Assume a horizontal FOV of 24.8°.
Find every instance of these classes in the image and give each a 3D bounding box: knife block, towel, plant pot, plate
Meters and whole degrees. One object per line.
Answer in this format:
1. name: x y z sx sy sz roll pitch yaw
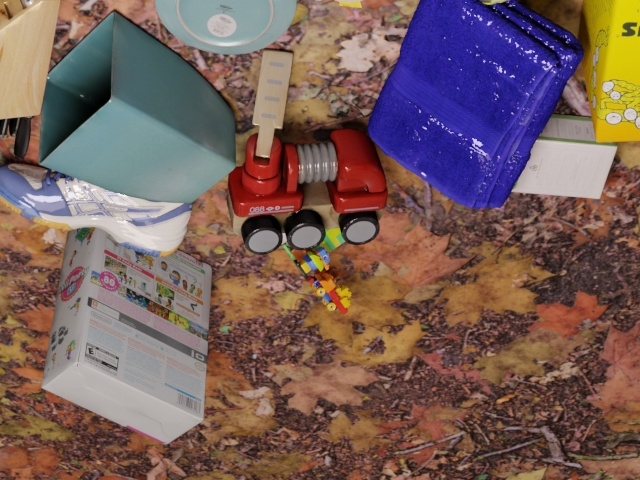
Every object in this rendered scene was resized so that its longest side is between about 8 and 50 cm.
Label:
1. knife block: -0.410 -0.225 1.953 0.276 0.088 0.242 -33 148 12
2. towel: 0.194 -0.192 1.941 0.228 0.076 0.308 32 136 8
3. plant pot: -0.237 -0.159 1.989 0.234 0.165 0.165 27 133 -35
4. plate: -0.125 -0.309 1.912 0.188 0.024 0.188 0 138 0

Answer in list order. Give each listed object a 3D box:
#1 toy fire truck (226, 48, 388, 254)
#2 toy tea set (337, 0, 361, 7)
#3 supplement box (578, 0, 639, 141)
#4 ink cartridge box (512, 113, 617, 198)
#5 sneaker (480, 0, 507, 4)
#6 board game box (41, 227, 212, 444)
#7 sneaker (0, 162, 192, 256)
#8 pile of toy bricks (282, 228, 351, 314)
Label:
1. toy fire truck: -0.020 -0.126 2.025 0.217 0.158 0.246 -5 137 -11
2. toy tea set: -0.054 -0.399 1.749 0.336 0.124 0.200 11 106 15
3. supplement box: 0.436 -0.311 1.775 0.194 0.195 0.356 -1 139 2
4. ink cartridge box: 0.309 -0.125 2.087 0.209 0.062 0.109 4 138 -4
5. sneaker: 0.207 -0.427 1.689 0.147 0.145 0.384 -15 142 6
6. board game box: -0.283 0.126 2.196 0.224 0.303 0.097 31 130 -29
7. sneaker: -0.329 -0.081 2.135 0.297 0.112 0.131 15 119 -18
8. pile of toy bricks: 0.000 0.000 2.221 0.105 0.118 0.212 -35 116 -2
